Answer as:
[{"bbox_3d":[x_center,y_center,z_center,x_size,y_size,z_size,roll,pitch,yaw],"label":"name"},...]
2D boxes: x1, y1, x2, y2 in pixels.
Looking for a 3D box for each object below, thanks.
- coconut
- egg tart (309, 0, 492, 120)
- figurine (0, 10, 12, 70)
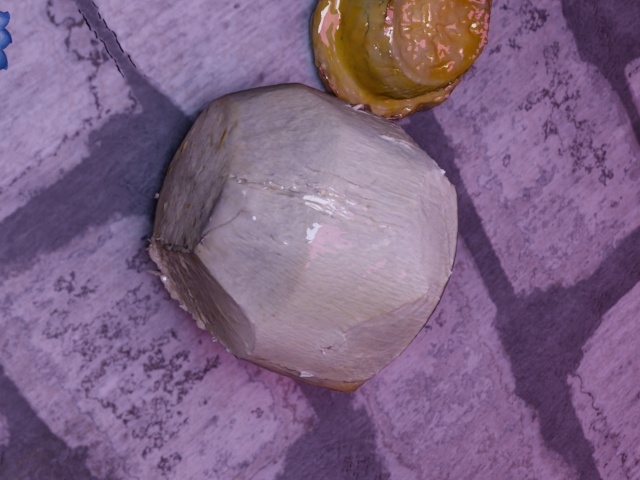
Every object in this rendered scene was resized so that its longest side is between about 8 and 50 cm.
[{"bbox_3d":[0.000,0.000,1.447,0.360,0.346,0.346,22,90,-26],"label":"coconut"},{"bbox_3d":[0.118,-0.285,1.588,0.288,0.118,0.288,-10,111,-27],"label":"egg tart"},{"bbox_3d":[-0.377,-0.216,1.320,0.114,0.079,0.114,-16,128,-22],"label":"figurine"}]
